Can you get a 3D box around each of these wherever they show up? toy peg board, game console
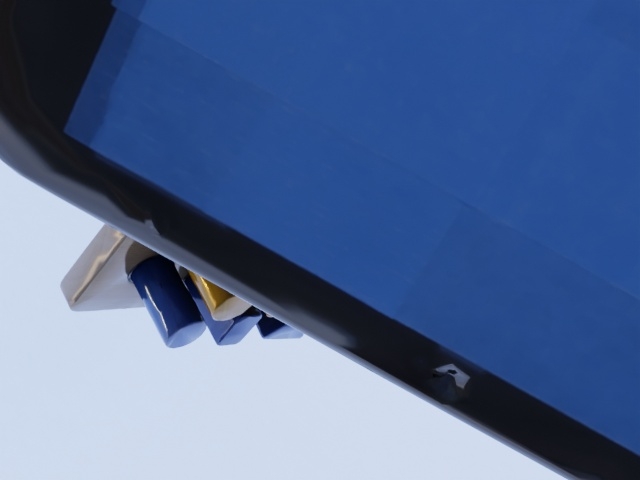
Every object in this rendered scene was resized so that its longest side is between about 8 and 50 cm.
[{"bbox_3d":[0.000,0.000,0.742,0.161,0.161,0.079,-2,-127,-45],"label":"toy peg board"},{"bbox_3d":[0.069,-0.026,0.312,0.293,0.250,0.173,28,-87,-1],"label":"game console"}]
